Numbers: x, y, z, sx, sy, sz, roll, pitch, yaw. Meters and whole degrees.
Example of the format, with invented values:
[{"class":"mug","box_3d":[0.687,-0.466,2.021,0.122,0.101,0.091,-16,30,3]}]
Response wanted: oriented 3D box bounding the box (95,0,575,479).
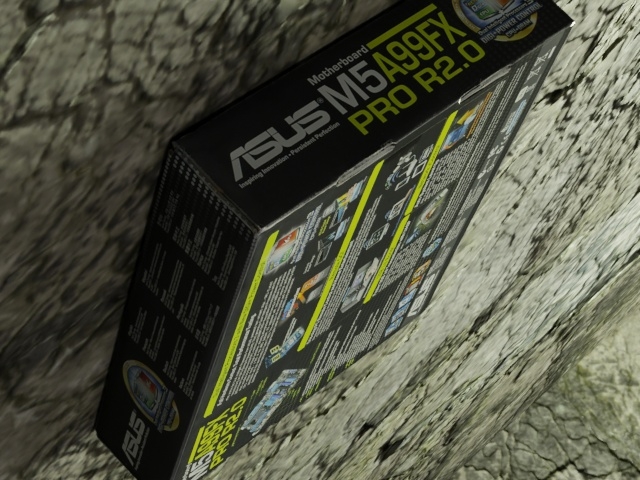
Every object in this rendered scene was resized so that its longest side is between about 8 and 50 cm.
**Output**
[{"class":"box","box_3d":[0.000,0.000,0.857,0.216,0.060,0.270,-34,160,-31]}]
